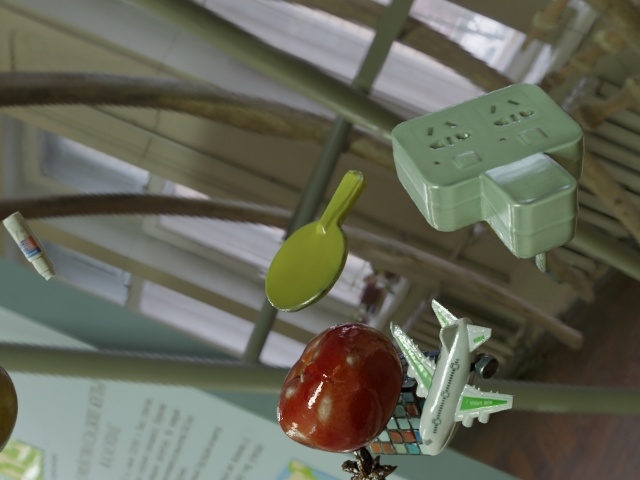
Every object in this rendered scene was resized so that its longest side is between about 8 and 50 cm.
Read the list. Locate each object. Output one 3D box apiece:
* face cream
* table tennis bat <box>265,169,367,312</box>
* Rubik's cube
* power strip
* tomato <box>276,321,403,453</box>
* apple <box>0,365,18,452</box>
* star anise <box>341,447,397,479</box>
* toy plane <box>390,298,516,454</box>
[{"bbox_3d":[-0.504,0.012,1.621,0.034,0.130,0.034,-28,15,8],"label":"face cream"},{"bbox_3d":[0.000,0.000,2.097,0.224,0.054,0.368,13,69,49],"label":"table tennis bat"},{"bbox_3d":[0.206,0.382,2.189,0.184,0.187,0.182,-11,17,38],"label":"Rubik's cube"},{"bbox_3d":[0.246,-0.077,1.249,0.261,0.230,0.141,-119,11,-48],"label":"power strip"},{"bbox_3d":[0.049,0.319,1.982,0.298,0.226,0.298,-57,8,13],"label":"tomato"},{"bbox_3d":[-0.673,0.315,1.691,0.237,0.237,0.207,115,154,-53],"label":"apple"},{"bbox_3d":[0.090,0.498,2.077,0.097,0.190,0.070,-50,-20,17],"label":"star anise"},{"bbox_3d":[0.207,0.225,1.458,0.101,0.251,0.255,-14,-60,-39],"label":"toy plane"}]
